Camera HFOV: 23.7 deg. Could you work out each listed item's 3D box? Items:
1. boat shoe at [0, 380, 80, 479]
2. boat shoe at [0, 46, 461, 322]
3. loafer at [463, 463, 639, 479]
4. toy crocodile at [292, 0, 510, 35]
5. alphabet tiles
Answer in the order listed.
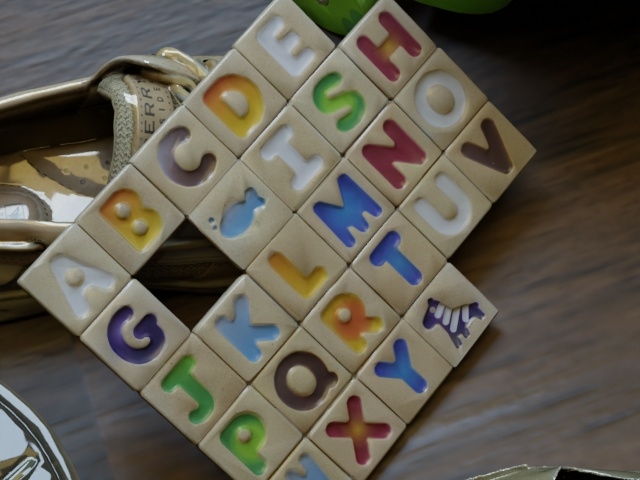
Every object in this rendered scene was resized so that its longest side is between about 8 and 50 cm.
[{"bbox_3d":[-0.202,0.109,0.746,0.110,0.104,0.307,-34,65,-22],"label":"boat shoe"},{"bbox_3d":[-0.080,-0.037,0.800,0.341,0.110,0.122,-15,65,-4],"label":"boat shoe"},{"bbox_3d":[0.105,0.133,0.740,0.148,0.050,0.056,-10,64,-1],"label":"loafer"},{"bbox_3d":[-0.024,-0.225,0.889,0.340,0.105,0.115,33,71,18],"label":"toy crocodile"},{"bbox_3d":[0.000,0.000,0.768,0.198,0.009,0.237,44,76,-14],"label":"alphabet tiles"}]
